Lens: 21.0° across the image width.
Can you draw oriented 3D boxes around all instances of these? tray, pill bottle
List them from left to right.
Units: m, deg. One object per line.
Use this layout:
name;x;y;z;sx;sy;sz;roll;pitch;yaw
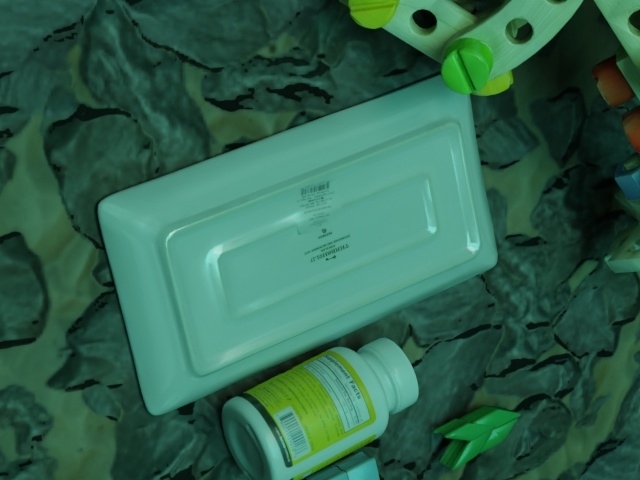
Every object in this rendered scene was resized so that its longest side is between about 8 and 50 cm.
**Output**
tray;0.000;0.000;1.078;0.270;0.030;0.145;-22;112;-26
pill bottle;0.002;0.106;1.084;0.116;0.065;0.065;-24;114;-25

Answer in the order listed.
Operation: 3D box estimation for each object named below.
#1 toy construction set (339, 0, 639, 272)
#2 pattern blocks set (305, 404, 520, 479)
toy construction set;0.185;-0.095;1.064;0.215;0.151;0.328;-28;123;23
pattern blocks set;0.091;0.275;1.204;0.285;0.026;0.325;-12;108;-29
